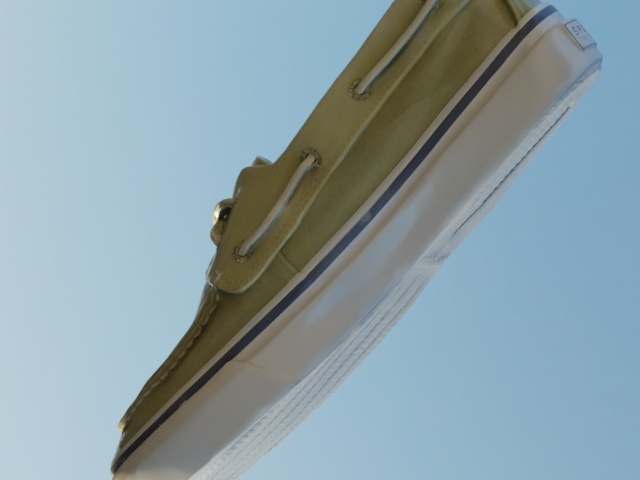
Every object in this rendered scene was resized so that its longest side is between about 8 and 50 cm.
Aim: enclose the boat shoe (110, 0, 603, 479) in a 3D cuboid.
[{"bbox_3d":[0.000,0.000,0.680,0.302,0.094,0.109,-48,168,3],"label":"boat shoe"}]
